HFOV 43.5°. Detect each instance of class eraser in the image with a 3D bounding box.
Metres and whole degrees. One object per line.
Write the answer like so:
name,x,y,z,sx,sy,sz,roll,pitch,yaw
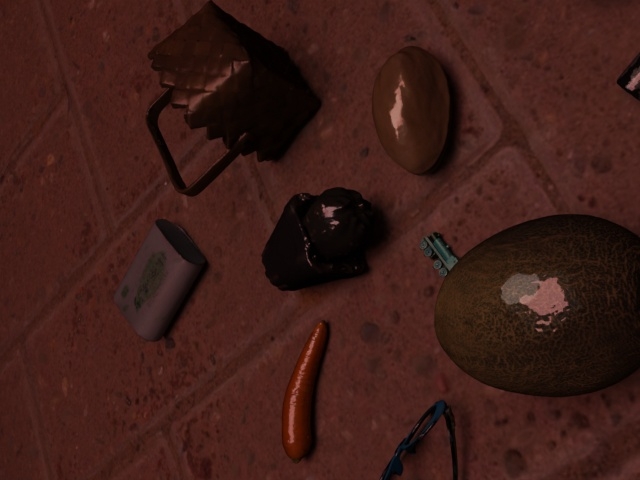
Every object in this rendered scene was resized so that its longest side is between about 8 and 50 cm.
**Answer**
eraser,-0.365,0.089,1.814,0.174,0.081,0.227,47,114,35

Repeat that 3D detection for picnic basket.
picnic basket,-0.207,-0.269,1.582,0.321,0.291,0.254,-41,59,20

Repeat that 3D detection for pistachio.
pistachio,0.156,-0.220,1.370,0.136,0.136,0.225,-12,82,40

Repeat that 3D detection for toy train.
toy train,0.202,0.024,1.352,0.045,0.029,0.092,-45,56,19

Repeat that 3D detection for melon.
melon,0.307,0.093,1.103,0.329,0.249,0.248,-21,70,46

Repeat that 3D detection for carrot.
carrot,-0.035,0.281,1.510,0.066,0.062,0.271,163,115,-74

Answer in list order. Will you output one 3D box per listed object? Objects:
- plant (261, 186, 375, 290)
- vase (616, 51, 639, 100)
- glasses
plant,0.000,0.000,1.464,0.256,0.142,0.164,-37,60,45
vase,0.501,-0.288,1.108,0.211,0.060,0.060,-54,53,22
glasses,0.178,0.386,1.269,0.207,0.102,0.239,41,111,38
